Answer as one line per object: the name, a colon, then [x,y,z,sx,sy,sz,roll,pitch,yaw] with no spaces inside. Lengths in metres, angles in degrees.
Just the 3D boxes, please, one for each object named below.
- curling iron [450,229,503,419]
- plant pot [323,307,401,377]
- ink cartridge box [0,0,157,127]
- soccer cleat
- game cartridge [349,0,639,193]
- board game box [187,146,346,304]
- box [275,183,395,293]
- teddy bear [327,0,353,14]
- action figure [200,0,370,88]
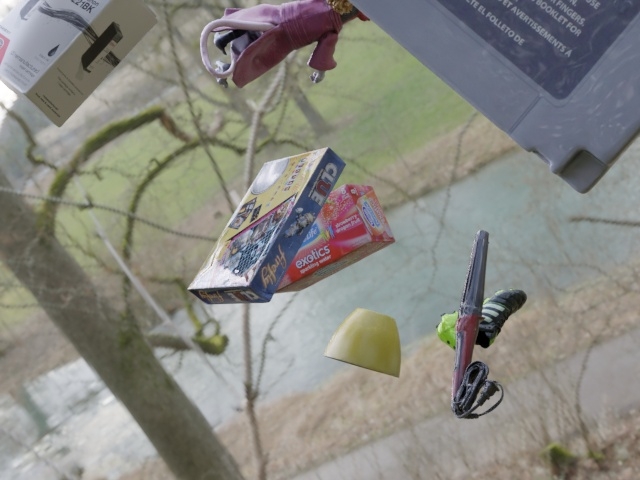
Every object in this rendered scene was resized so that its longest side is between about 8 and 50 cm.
curling iron: [0.196,0.100,1.173,0.068,0.035,0.274,-20,42,33]
plant pot: [0.082,0.169,1.611,0.134,0.134,0.095,-5,67,70]
ink cartridge box: [-0.462,-0.371,1.720,0.197,0.114,0.273,35,80,33]
soccer cleat: [0.263,0.129,1.488,0.179,0.072,0.060,-20,-39,-27]
game cartridge: [0.115,-0.195,0.580,0.196,0.294,0.060,-52,-12,27]
board game box: [-0.077,-0.019,1.364,0.165,0.042,0.243,-6,48,53]
box: [0.000,0.000,1.887,0.257,0.128,0.122,-28,-13,26]
teddy bear: [0.081,-0.596,1.945,0.113,0.245,0.338,-4,-3,-42]
action figure: [-0.066,-0.482,2.070,0.370,0.248,0.275,-16,-6,12]
